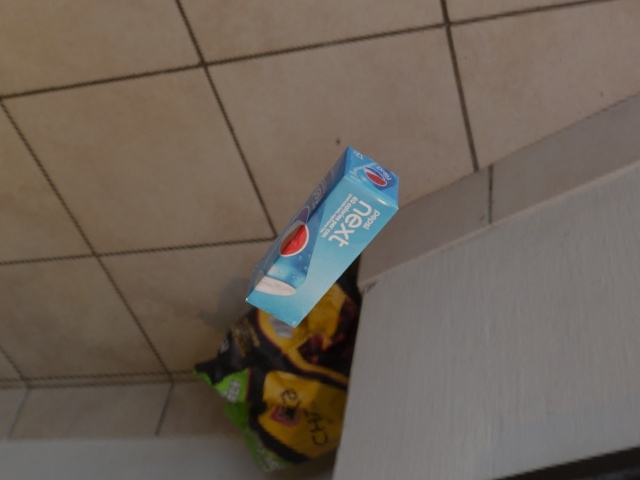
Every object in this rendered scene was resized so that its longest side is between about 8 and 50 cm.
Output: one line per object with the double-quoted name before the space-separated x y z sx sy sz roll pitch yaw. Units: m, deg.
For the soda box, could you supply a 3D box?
"soda box" 0.000 0.000 0.974 0.071 0.067 0.210 30 123 -14
